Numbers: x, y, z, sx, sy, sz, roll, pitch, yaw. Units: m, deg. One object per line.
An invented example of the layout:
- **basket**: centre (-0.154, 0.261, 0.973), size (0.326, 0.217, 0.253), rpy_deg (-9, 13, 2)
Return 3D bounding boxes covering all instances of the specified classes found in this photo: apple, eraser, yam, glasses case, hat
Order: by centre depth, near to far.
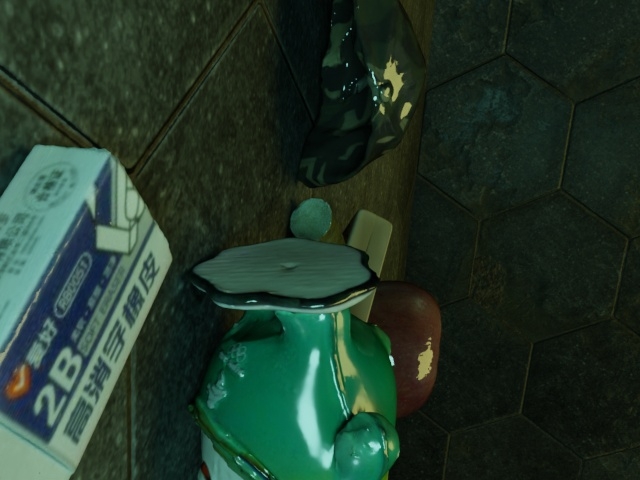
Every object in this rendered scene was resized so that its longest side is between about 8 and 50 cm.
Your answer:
- **eraser**: centre (-0.167, 0.061, 0.391), size (0.124, 0.068, 0.210), rpy_deg (80, 23, -55)
- **hat**: centre (0.082, -0.283, 0.994), size (0.382, 0.258, 0.366), rpy_deg (-38, 140, -44)
- **yam**: centre (0.000, 0.000, 1.058), size (0.179, 0.078, 0.078), rpy_deg (66, 34, -67)
- **glasses case**: centre (0.041, 0.099, 1.186), size (0.144, 0.076, 0.336), rpy_deg (-59, -173, 45)
- **apple**: centre (0.133, 0.230, 1.420), size (0.306, 0.235, 0.305), rpy_deg (8, 90, -80)

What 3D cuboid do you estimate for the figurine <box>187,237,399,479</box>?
- **figurine**: centre (-0.024, 0.185, 0.708), size (0.232, 0.324, 0.339), rpy_deg (-11, 111, -29)
